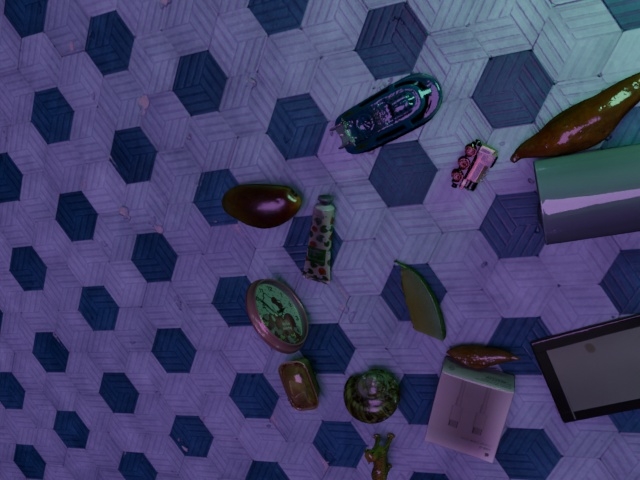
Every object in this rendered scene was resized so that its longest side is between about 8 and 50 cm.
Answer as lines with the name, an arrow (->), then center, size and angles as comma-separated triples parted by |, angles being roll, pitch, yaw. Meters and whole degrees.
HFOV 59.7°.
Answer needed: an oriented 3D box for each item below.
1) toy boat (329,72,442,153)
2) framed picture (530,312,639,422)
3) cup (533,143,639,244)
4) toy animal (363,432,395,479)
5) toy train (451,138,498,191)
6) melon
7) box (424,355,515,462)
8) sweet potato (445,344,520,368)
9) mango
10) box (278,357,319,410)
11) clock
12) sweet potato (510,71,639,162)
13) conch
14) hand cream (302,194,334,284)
toy boat -> 0.174, -0.330, 1.466 | 0.299, 0.092, 0.134 | -26, 93, 26
framed picture -> 0.777, 0.342, 1.488 | 0.347, 0.016, 0.264 | -22, 97, 25
cup -> 0.665, -0.110, 1.290 | 0.313, 0.205, 0.205 | -8, 103, 20
toy animal -> 0.181, 0.705, 1.751 | 0.073, 0.136, 0.181 | 6, 109, 18
toy train -> 0.396, -0.190, 1.447 | 0.087, 0.050, 0.137 | 27, 114, 7
melon -> 0.282, 0.170, 1.613 | 0.114, 0.053, 0.261 | -23, 94, 43
box -> 0.430, 0.485, 1.614 | 0.203, 0.106, 0.251 | 14, 112, 14
sweet potato -> 0.458, 0.328, 1.574 | 0.206, 0.060, 0.067 | -6, 71, 28
mango -> -0.182, -0.102, 1.655 | 0.268, 0.111, 0.133 | 3, 118, 25
box -> -0.066, 0.460, 1.786 | 0.111, 0.111, 0.177 | -15, 100, 24
clock -> -0.130, 0.223, 1.660 | 0.056, 0.244, 0.244 | -35, 92, 28
sweet potato -> 0.618, -0.270, 1.310 | 0.359, 0.112, 0.112 | -28, 95, 22
conch -> 0.147, 0.470, 1.701 | 0.188, 0.124, 0.181 | 17, 108, 23
hand cream -> 0.000, 0.000, 1.650 | 0.096, 0.059, 0.275 | 14, 115, 18
